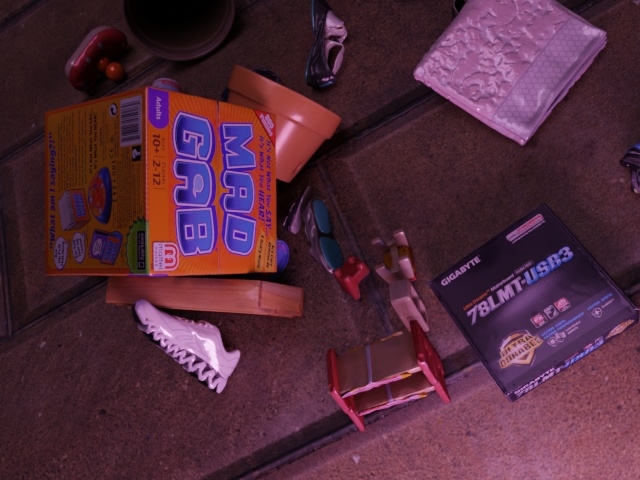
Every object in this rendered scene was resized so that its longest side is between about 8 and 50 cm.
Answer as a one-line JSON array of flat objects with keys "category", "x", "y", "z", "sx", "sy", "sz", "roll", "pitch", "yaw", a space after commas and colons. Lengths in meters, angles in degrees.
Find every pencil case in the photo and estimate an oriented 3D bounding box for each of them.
[{"category": "pencil case", "x": -0.213, "y": -0.018, "z": 1.751, "sx": 0.119, "sy": 0.133, "sz": 0.306, "roll": -39, "pitch": 53, "yaw": -22}]

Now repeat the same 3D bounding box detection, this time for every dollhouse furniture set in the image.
[{"category": "dollhouse furniture set", "x": 0.129, "y": 0.179, "z": 1.501, "sx": 0.201, "sy": 0.152, "sz": 0.374, "roll": -21, "pitch": 41, "yaw": 16}]

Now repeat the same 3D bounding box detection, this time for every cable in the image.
[{"category": "cable", "x": -0.190, "y": -0.415, "z": 1.995, "sx": 0.185, "sy": 0.047, "sz": 0.150, "roll": -21, "pitch": 53, "yaw": 18}]

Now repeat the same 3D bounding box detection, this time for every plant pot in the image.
[{"category": "plant pot", "x": -0.122, "y": -0.277, "z": 1.763, "sx": 0.291, "sy": 0.291, "sz": 0.203, "roll": 32, "pitch": 98, "yaw": 34}, {"category": "plant pot", "x": -0.429, "y": -0.747, "z": 2.141, "sx": 0.323, "sy": 0.323, "sz": 0.280, "roll": -28, "pitch": 41, "yaw": 11}]

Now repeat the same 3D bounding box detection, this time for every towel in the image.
[{"category": "towel", "x": 0.431, "y": -0.424, "z": 1.625, "sx": 0.317, "sy": 0.053, "sz": 0.332, "roll": 37, "pitch": 84, "yaw": 14}]

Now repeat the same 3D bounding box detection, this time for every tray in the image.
[{"category": "tray", "x": -0.268, "y": 0.130, "z": 1.654, "sx": 0.411, "sy": 0.203, "sz": 0.076, "roll": 1, "pitch": 82, "yaw": 26}]

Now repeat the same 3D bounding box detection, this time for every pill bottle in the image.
[{"category": "pill bottle", "x": -0.453, "y": -0.386, "z": 2.077, "sx": 0.087, "sy": 0.087, "sz": 0.160, "roll": -13, "pitch": 61, "yaw": 20}]

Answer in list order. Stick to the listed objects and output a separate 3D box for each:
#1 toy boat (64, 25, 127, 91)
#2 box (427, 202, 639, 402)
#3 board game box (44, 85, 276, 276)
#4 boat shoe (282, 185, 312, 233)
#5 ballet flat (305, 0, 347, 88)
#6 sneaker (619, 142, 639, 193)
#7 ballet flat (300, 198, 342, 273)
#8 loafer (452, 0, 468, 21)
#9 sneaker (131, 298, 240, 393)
[{"category": "toy boat", "x": -0.687, "y": -0.562, "z": 2.268, "sx": 0.151, "sy": 0.151, "sz": 0.231, "roll": 33, "pitch": 82, "yaw": 4}, {"category": "box", "x": 0.412, "y": 0.118, "z": 1.415, "sx": 0.296, "sy": 0.073, "sz": 0.293, "roll": -34, "pitch": 57, "yaw": 6}, {"category": "board game box", "x": -0.343, "y": -0.104, "z": 1.552, "sx": 0.356, "sy": 0.356, "sz": 0.356, "roll": -2, "pitch": 89, "yaw": 38}, {"category": "boat shoe", "x": -0.057, "y": -0.078, "z": 1.757, "sx": 0.038, "sy": 0.046, "sz": 0.125, "roll": 16, "pitch": 82, "yaw": 26}, {"category": "ballet flat", "x": 0.021, "y": -0.535, "z": 1.926, "sx": 0.096, "sy": 0.095, "sz": 0.280, "roll": 0, "pitch": 76, "yaw": 15}, {"category": "sneaker", "x": 0.662, "y": -0.107, "z": 1.417, "sx": 0.078, "sy": 0.067, "sz": 0.188, "roll": -41, "pitch": 54, "yaw": 28}, {"category": "ballet flat", "x": 0.000, "y": 0.000, "z": 1.687, "sx": 0.068, "sy": 0.072, "sz": 0.213, "roll": -41, "pitch": 49, "yaw": 37}, {"category": "loafer", "x": 0.395, "y": -0.489, "z": 1.715, "sx": 0.096, "sy": 0.084, "sz": 0.267, "roll": -37, "pitch": 55, "yaw": 5}, {"category": "sneaker", "x": -0.301, "y": 0.217, "z": 1.603, "sx": 0.118, "sy": 0.292, "sz": 0.110, "roll": -51, "pitch": 28, "yaw": -15}]
